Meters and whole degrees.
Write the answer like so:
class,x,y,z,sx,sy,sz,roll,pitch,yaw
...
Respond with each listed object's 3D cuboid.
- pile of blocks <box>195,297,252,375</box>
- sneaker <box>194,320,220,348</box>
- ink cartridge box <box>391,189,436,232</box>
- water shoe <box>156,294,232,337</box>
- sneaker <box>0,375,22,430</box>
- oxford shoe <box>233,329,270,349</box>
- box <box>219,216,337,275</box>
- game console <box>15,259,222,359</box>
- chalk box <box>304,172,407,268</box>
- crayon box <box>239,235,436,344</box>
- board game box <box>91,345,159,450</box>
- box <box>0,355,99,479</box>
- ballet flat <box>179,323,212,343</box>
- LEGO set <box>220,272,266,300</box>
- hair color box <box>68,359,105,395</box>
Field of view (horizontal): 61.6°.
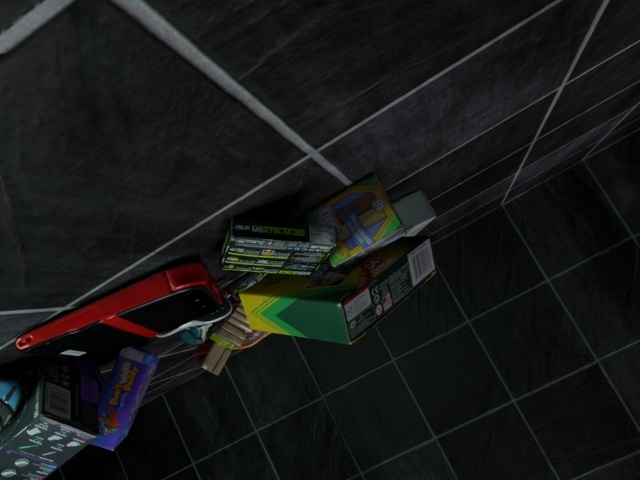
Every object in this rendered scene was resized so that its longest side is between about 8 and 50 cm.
class,x,y,z,sx,sy,sz,roll,pitch,yaw
pile of blocks,-0.271,0.234,1.601,0.362,0.112,0.149,-50,-153,9
sneaker,-0.330,0.296,1.794,0.121,0.079,0.217,-14,161,-48
ink cartridge box,0.210,-0.040,1.544,0.160,0.093,0.219,-24,169,-17
water shoe,-0.325,0.190,1.360,0.203,0.073,0.080,-15,167,-14
sneaker,-0.735,0.355,1.059,0.340,0.125,0.140,-31,-163,1
oxford shoe,-0.246,0.304,2.048,0.363,0.130,0.133,-21,136,-3
box,-0.084,0.016,0.997,0.190,0.045,0.184,4,161,-14
game console,-0.381,0.155,1.113,0.341,0.060,0.386,-21,168,-9
chalk box,0.058,-0.025,1.139,0.213,0.132,0.132,-29,171,8
crayon box,0.046,0.098,1.275,0.313,0.106,0.362,1,-158,42
board game box,-0.512,0.403,1.412,0.347,0.078,0.234,135,-24,-69
box,-0.618,0.401,1.130,0.270,0.165,0.143,-39,131,7
ballet flat,-0.340,0.236,1.506,0.077,0.091,0.241,-48,-176,-30
LEGO set,-0.152,0.076,1.362,0.244,0.060,0.182,-34,168,-19
hair color box,-0.718,0.423,1.349,0.338,0.110,0.185,-25,169,-25
